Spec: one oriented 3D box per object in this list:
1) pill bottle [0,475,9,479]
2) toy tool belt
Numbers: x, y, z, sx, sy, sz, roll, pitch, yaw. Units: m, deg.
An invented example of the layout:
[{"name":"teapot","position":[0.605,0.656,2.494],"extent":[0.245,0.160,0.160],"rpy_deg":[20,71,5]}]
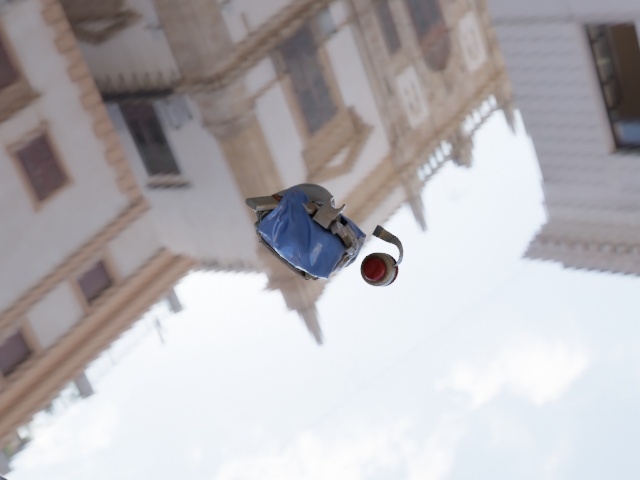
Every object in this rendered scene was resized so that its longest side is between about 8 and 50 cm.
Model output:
[{"name":"pill bottle","position":[-0.179,0.192,0.623],"extent":[0.094,0.169,0.094],"rpy_deg":[12,-166,-3]},{"name":"toy tool belt","position":[0.000,0.000,0.752],"extent":[0.083,0.052,0.051],"rpy_deg":[34,-168,20]}]
